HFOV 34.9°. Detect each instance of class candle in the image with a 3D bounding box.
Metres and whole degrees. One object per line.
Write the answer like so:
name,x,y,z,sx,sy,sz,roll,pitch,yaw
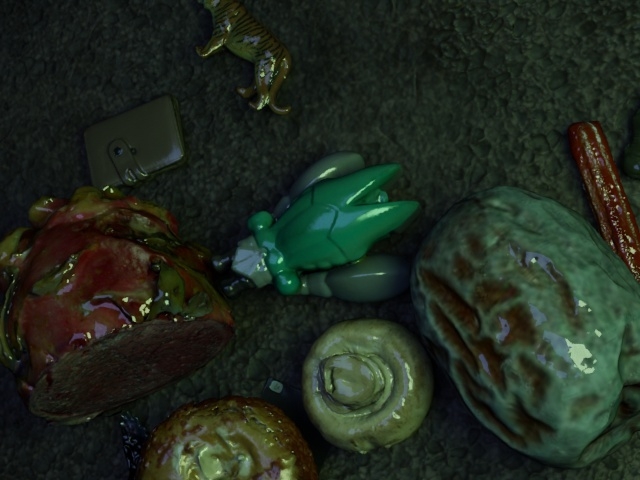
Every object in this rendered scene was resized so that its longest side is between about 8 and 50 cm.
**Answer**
candle,0.357,0.011,1.183,0.051,0.048,0.329,-8,74,-23

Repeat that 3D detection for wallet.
wallet,-0.264,-0.134,1.441,0.153,0.039,0.118,-20,73,15

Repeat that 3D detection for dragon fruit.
dragon fruit,-0.291,0.058,1.286,0.314,0.296,0.262,-27,69,6

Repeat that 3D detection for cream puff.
cream puff,-0.108,0.308,1.239,0.240,0.164,0.240,-4,69,10

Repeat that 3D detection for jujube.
jujube,0.224,0.088,1.108,0.215,0.246,0.308,-27,53,-17

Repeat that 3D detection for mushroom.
mushroom,0.054,0.174,1.223,0.166,0.127,0.166,-1,87,22

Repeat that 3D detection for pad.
pad,-0.054,0.285,1.308,0.116,0.004,0.193,22,89,22

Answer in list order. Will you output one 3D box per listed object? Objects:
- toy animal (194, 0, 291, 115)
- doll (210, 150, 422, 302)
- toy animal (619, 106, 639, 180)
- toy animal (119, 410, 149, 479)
toy animal,-0.108,-0.265,1.395,0.099,0.057,0.241,-47,68,7
doll,-0.002,-0.021,1.265,0.258,0.153,0.194,1,86,11
toy animal,0.396,-0.131,1.191,0.065,0.047,0.135,18,88,23
toy animal,-0.238,0.335,1.347,0.108,0.062,0.220,-13,77,36
